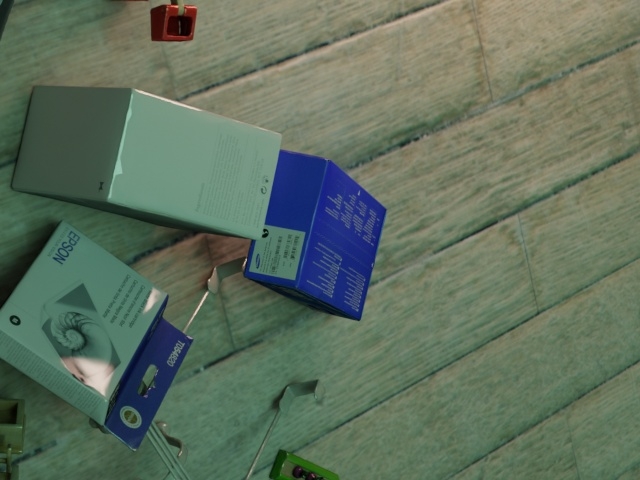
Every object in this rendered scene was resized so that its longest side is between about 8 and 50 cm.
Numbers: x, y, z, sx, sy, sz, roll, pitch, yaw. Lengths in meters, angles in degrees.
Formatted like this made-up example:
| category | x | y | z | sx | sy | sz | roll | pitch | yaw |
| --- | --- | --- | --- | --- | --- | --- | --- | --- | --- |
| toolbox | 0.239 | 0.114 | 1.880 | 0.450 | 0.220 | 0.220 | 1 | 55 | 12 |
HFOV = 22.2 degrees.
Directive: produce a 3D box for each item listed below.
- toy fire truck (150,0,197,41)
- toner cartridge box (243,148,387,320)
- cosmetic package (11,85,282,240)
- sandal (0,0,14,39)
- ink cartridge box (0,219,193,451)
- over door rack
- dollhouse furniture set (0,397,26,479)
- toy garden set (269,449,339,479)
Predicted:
| category | x | y | z | sx | sy | sz | roll | pitch | yaw |
| --- | --- | --- | --- | --- | --- | --- | --- | --- | --- |
| toy fire truck | -0.207 | -0.337 | 1.983 | 0.047 | 0.135 | 0.192 | -5 | 98 | -39 |
| toner cartridge box | 0.000 | 0.000 | 2.109 | 0.348 | 0.075 | 0.165 | 35 | 69 | -73 |
| cosmetic package | -0.208 | -0.095 | 1.949 | 0.224 | 0.224 | 0.138 | 13 | 87 | -40 |
| sandal | -0.381 | -0.308 | 1.868 | 0.054 | 0.097 | 0.255 | 19 | 82 | -40 |
| ink cartridge box | -0.261 | 0.107 | 1.921 | 0.224 | 0.045 | 0.223 | 36 | 35 | -10 |
| over door rack | -0.151 | 0.215 | 2.118 | 0.324 | 0.108 | 0.239 | -52 | 124 | -40 |
| dollhouse furniture set | -0.444 | 0.269 | 1.914 | 0.181 | 0.161 | 0.101 | 5 | 135 | -8 |
| toy garden set | -0.016 | 0.441 | 2.274 | 0.204 | 0.049 | 0.244 | 30 | 75 | -37 |
